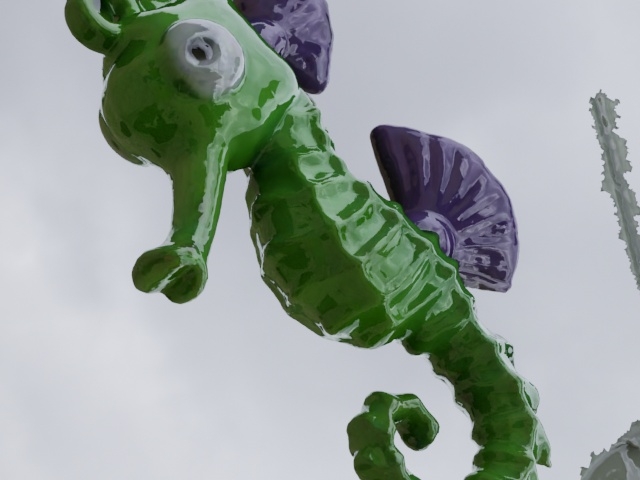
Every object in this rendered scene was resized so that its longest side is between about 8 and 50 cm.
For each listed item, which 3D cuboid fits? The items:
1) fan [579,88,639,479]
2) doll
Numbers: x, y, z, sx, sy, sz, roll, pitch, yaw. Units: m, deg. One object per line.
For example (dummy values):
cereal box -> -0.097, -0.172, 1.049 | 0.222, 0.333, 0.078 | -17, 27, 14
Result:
fan -> 0.159, 0.094, 0.748 | 0.009, 0.191, 0.329 | -23, -98, 68
doll -> 0.000, 0.000, 0.474 | 0.190, 0.115, 0.050 | 49, -41, -5
